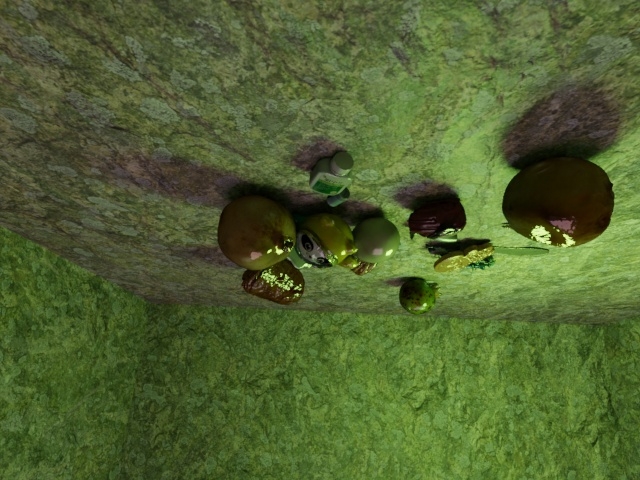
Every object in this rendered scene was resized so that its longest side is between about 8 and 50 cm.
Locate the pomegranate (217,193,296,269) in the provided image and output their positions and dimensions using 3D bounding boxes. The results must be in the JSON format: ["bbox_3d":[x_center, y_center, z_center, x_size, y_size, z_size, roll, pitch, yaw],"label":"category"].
[{"bbox_3d":[-0.232,-0.028,1.578,0.319,0.319,0.319,3,160,1],"label":"pomegranate"}]

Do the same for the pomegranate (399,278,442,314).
[{"bbox_3d":[0.628,0.341,2.545,0.286,0.231,0.231,-4,161,-10],"label":"pomegranate"}]

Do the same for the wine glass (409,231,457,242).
[{"bbox_3d":[0.487,-0.027,1.795,0.198,0.066,0.066,4,160,-8],"label":"wine glass"}]

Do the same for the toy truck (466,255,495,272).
[{"bbox_3d":[0.808,0.124,2.121,0.154,0.078,0.080,-4,160,18],"label":"toy truck"}]

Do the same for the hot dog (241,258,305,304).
[{"bbox_3d":[-0.263,0.221,2.286,0.267,0.174,0.387,-50,134,9],"label":"hot dog"}]

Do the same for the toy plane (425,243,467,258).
[{"bbox_3d":[0.596,0.048,1.990,0.197,0.053,0.078,5,151,6],"label":"toy plane"}]

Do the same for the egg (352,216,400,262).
[{"bbox_3d":[0.218,0.001,1.725,0.189,0.188,0.254,13,163,-24],"label":"egg"}]

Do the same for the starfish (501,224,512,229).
[{"bbox_3d":[0.846,-0.070,1.651,0.236,0.062,0.277,1,164,22],"label":"starfish"}]

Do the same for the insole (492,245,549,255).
[{"bbox_3d":[0.919,0.051,2.002,0.348,0.009,0.119,4,160,-1],"label":"insole"}]

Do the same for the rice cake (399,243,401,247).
[{"bbox_3d":[0.332,0.027,2.015,0.121,0.021,0.022,-4,148,21],"label":"rice cake"}]

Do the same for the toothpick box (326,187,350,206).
[{"bbox_3d":[0.064,-0.160,1.513,0.052,0.052,0.083,14,158,-26],"label":"toothpick box"}]

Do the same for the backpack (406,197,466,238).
[{"bbox_3d":[0.435,-0.077,1.571,0.229,0.138,0.229,-5,176,0],"label":"backpack"}]

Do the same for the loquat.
[{"bbox_3d":[0.710,-0.119,1.249,0.276,0.276,0.284,18,172,-33],"label":"loquat"}]

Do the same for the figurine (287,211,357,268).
[{"bbox_3d":[0.000,0.000,1.717,0.323,0.231,0.340,51,150,-15],"label":"figurine"}]

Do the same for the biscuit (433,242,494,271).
[{"bbox_3d":[0.677,0.088,1.970,0.289,0.044,0.202,-20,152,20],"label":"biscuit"}]

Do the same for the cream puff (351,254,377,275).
[{"bbox_3d":[0.179,0.054,1.957,0.169,0.183,0.183,38,148,-18],"label":"cream puff"}]

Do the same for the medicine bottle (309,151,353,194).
[{"bbox_3d":[0.041,-0.215,1.347,0.119,0.069,0.183,13,157,-17],"label":"medicine bottle"}]
